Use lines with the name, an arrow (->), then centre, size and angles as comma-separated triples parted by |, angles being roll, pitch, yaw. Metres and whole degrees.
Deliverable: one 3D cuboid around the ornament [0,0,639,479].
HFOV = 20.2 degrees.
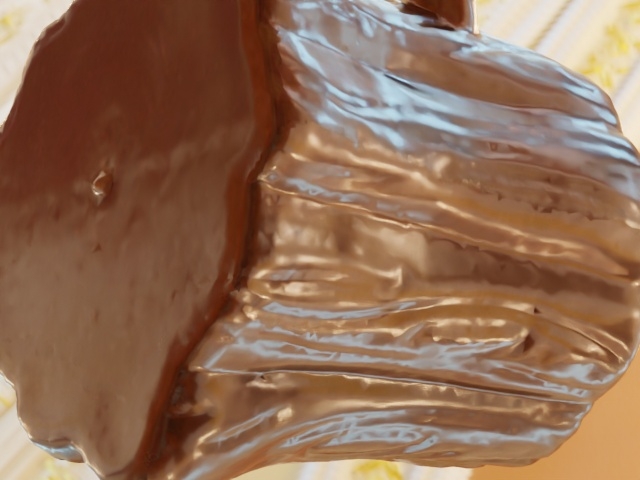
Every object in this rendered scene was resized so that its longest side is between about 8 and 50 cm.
ornament -> 0.000, 0.000, 0.726 | 0.221, 0.217, 0.235 | -22, -117, 48
